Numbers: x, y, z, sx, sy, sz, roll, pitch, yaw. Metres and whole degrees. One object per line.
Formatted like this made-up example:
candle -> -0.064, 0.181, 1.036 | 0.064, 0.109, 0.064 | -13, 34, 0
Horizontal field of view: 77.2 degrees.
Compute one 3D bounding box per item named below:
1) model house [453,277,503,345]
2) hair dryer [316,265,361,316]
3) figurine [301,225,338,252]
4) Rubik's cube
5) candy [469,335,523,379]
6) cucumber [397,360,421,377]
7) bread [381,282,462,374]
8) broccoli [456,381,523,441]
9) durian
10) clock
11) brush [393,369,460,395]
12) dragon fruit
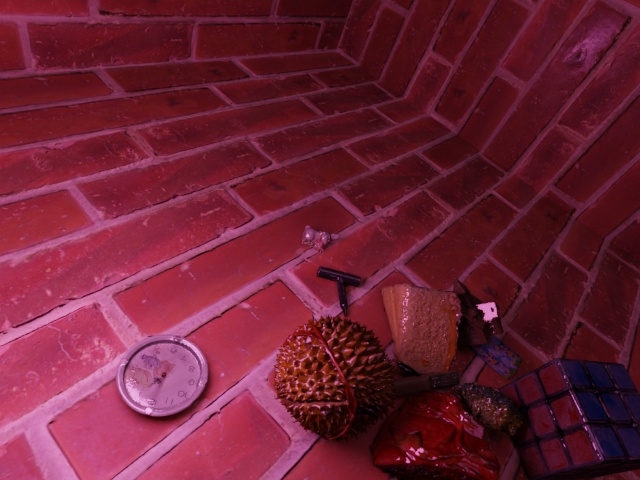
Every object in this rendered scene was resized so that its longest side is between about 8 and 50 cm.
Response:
model house -> 0.575, 0.247, 1.527 | 0.181, 0.176, 0.247 | -39, 107, -55
hair dryer -> 0.064, 0.195, 1.526 | 0.174, 0.050, 0.194 | 15, 46, -7
figurine -> -0.004, 0.003, 1.677 | 0.146, 0.081, 0.098 | 18, 86, -15
Rubik's cube -> 0.829, 0.583, 1.294 | 0.301, 0.303, 0.304 | 10, 51, -17
candy -> 0.678, 0.435, 1.562 | 0.194, 0.062, 0.097 | 42, 46, 17
cucumber -> 0.318, 0.458, 1.365 | 0.135, 0.034, 0.033 | 45, 10, -3
bread -> 0.365, 0.325, 1.524 | 0.249, 0.279, 0.314 | 12, 86, -13
broccoli -> 0.534, 0.570, 1.301 | 0.220, 0.194, 0.194 | 15, 40, 17
durian -> 0.037, 0.385, 1.137 | 0.385, 0.348, 0.347 | 23, 30, -54
clock -> -0.432, 0.371, 1.104 | 0.237, 0.053, 0.236 | 15, 43, -15
brush -> 0.346, 0.473, 1.330 | 0.283, 0.048, 0.054 | 0, 70, -21
dragon fruit -> 0.332, 0.535, 1.177 | 0.286, 0.227, 0.329 | 24, 44, 1
